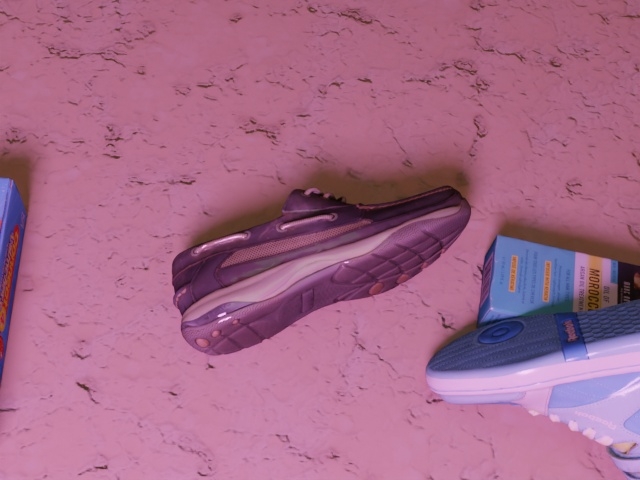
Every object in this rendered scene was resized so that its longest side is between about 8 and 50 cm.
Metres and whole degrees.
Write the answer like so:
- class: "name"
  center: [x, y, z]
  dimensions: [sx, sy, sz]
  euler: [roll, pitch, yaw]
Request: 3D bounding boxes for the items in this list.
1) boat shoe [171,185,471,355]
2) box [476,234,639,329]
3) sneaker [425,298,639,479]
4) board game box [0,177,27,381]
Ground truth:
- class: "boat shoe"
  center: [0.000, 0.000, 0.910]
  dimensions: [0.355, 0.132, 0.130]
  euler: [-21, 66, -18]
- class: "box"
  center: [0.309, 0.074, 0.944]
  dimensions: [0.244, 0.060, 0.101]
  euler: [12, 61, 1]
- class: "sneaker"
  center: [0.280, 0.182, 0.851]
  dimensions: [0.318, 0.208, 0.127]
  euler: [-12, 17, 23]
- class: "board game box"
  center: [-0.481, 0.081, 0.836]
  dimensions: [0.308, 0.086, 0.302]
  euler: [1, 61, -6]
